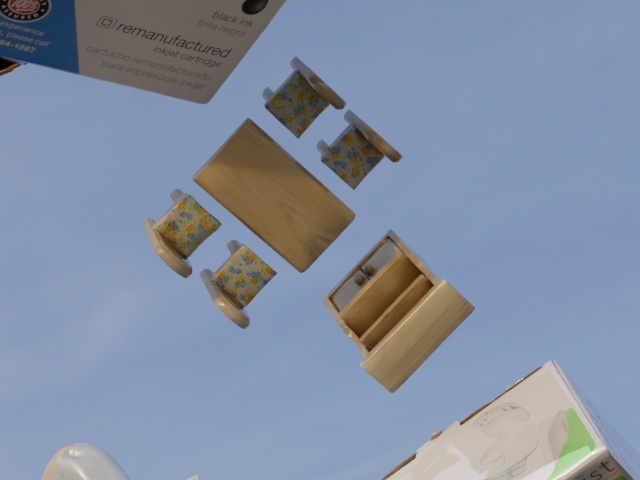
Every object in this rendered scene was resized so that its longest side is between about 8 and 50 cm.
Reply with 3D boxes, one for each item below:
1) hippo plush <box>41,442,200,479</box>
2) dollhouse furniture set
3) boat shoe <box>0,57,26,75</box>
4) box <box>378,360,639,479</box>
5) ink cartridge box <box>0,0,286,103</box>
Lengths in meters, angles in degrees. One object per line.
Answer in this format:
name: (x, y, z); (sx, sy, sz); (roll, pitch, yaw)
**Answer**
hippo plush: (-0.161, 0.319, 1.628); (0.294, 0.234, 0.237); (-36, -26, 23)
dollhouse furniture set: (0.000, 0.000, 1.447); (0.242, 0.161, 0.212); (42, -86, -23)
boat shoe: (-0.290, -0.197, 1.556); (0.064, 0.060, 0.178); (44, -39, -19)
box: (0.183, 0.272, 1.508); (0.262, 0.126, 0.231); (-36, -46, 9)
ink cartridge box: (-0.125, -0.319, 1.297); (0.286, 0.166, 0.395); (10, -45, -37)
